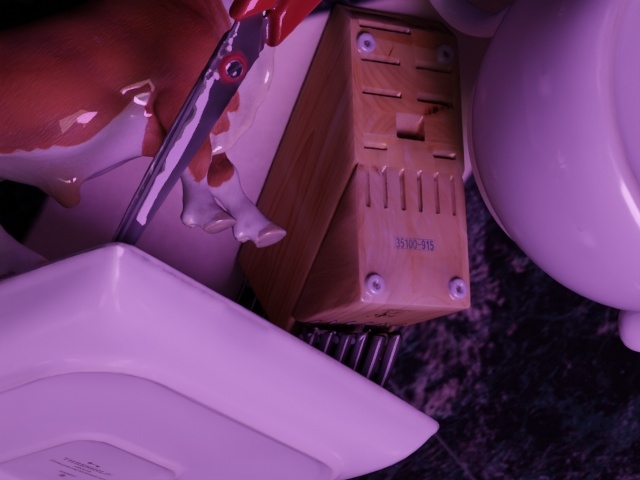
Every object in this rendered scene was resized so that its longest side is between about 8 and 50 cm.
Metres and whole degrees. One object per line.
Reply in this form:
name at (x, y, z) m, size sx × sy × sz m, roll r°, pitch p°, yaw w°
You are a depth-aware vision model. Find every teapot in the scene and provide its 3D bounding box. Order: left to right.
teapot at (0.180, -0.072, 0.932) m, size 0.252 × 0.187 × 0.256 m, roll 12°, pitch 78°, yaw -35°

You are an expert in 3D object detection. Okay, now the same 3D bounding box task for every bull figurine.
bull figurine at (-0.122, -0.075, 0.865) m, size 0.310 × 0.188 × 0.101 m, roll -18°, pitch 165°, yaw -4°

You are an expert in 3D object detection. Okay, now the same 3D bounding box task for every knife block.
knife block at (0.000, 0.000, 1.041) m, size 0.088 × 0.276 × 0.242 m, roll 5°, pitch 167°, yaw -31°

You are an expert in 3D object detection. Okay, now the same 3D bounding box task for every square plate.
square plate at (-0.150, 0.128, 0.941) m, size 0.344 × 0.049 × 0.347 m, roll -20°, pitch 147°, yaw 27°

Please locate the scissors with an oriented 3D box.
scissors at (-0.045, -0.114, 0.780) m, size 0.297 × 0.021 × 0.109 m, roll -46°, pitch 132°, yaw -3°
